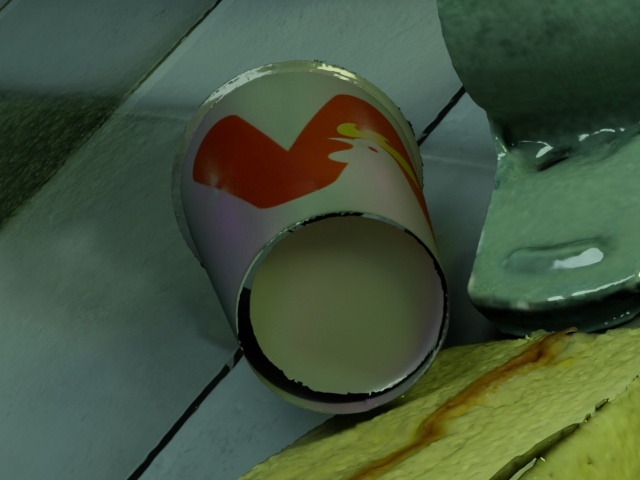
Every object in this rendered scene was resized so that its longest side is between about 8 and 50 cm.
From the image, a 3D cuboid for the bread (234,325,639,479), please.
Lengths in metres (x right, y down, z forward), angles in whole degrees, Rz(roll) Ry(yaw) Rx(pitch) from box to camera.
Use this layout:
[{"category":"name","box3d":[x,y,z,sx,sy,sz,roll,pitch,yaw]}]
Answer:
[{"category":"bread","box3d":[0.037,0.123,0.892,0.346,0.242,0.405,-26,34,49]}]

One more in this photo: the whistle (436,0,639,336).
[{"category":"whistle","box3d":[0.198,-0.117,1.212,0.168,0.188,0.404,-8,74,31]}]

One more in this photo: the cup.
[{"category":"cup","box3d":[0.000,0.000,1.130,0.203,0.203,0.288,-33,19,5]}]
